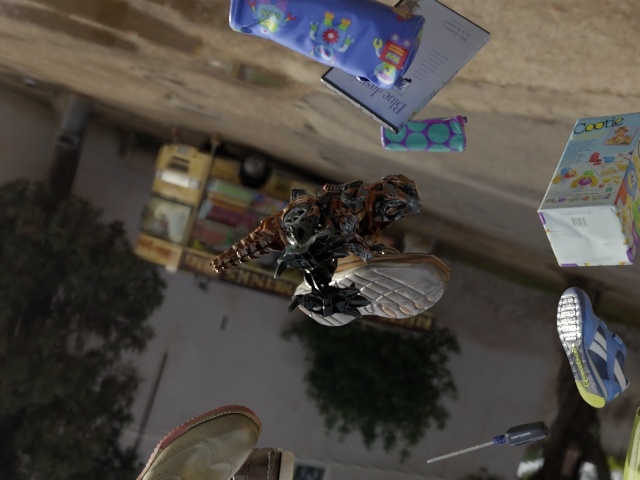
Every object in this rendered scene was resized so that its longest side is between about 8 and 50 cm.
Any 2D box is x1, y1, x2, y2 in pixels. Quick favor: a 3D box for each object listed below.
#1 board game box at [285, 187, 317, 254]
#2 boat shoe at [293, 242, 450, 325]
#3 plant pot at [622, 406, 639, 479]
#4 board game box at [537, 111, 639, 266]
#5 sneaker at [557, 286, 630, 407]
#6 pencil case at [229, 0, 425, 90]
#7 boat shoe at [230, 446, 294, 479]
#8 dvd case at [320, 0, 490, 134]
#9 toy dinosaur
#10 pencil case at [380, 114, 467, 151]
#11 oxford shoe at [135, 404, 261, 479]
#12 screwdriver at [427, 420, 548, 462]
[{"bbox_3d":[-0.016,-0.014,1.792,0.026,0.126,0.186,3,174,16],"label":"board game box"},{"bbox_3d":[0.084,0.053,1.701,0.324,0.116,0.123,-11,131,48],"label":"boat shoe"},{"bbox_3d":[0.543,0.378,1.500,0.275,0.293,0.275,-11,-172,2],"label":"plant pot"},{"bbox_3d":[0.526,-0.096,1.945,0.144,0.275,0.142,-2,131,35],"label":"board game box"},{"bbox_3d":[0.324,0.122,1.245,0.059,0.144,0.053,-17,-177,-20],"label":"sneaker"},{"bbox_3d":[0.007,-0.330,1.609,0.306,0.133,0.119,21,-144,-1],"label":"pencil case"},{"bbox_3d":[-0.110,0.403,1.770,0.097,0.116,0.324,7,165,-7],"label":"boat shoe"},{"bbox_3d":[0.148,-0.319,1.836,0.180,0.253,0.022,38,166,25],"label":"dvd case"},{"bbox_3d":[0.000,0.000,1.606,0.164,0.322,0.218,43,-156,-33],"label":"toy dinosaur"},{"bbox_3d":[0.182,-0.192,1.858,0.152,0.070,0.064,0,-144,11],"label":"pencil case"},{"bbox_3d":[-0.214,0.383,1.523,0.123,0.348,0.130,43,-172,-25],"label":"oxford shoe"},{"bbox_3d":[0.200,0.247,1.283,0.170,0.025,0.024,-19,-157,30],"label":"screwdriver"}]
